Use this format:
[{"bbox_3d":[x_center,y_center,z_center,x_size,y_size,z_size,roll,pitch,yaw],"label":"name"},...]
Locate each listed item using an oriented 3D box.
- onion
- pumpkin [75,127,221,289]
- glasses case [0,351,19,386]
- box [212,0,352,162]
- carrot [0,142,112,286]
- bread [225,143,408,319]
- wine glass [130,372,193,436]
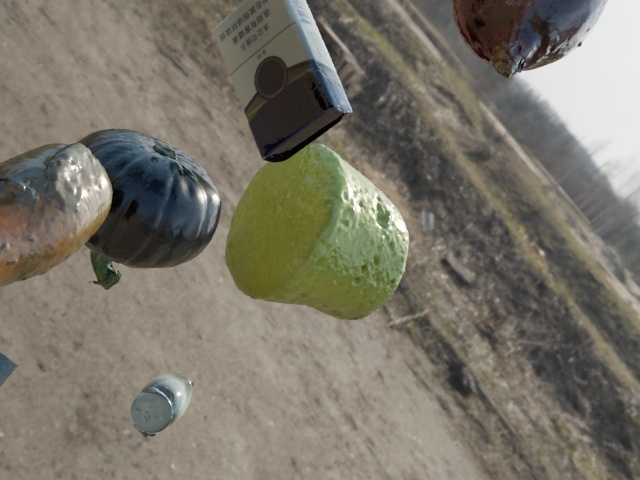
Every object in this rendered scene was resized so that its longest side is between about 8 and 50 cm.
[{"bbox_3d":[0.201,-0.233,0.796,0.159,0.159,0.195,42,56,-25],"label":"onion"},{"bbox_3d":[-0.285,-0.037,1.193,0.248,0.248,0.248,45,16,-17],"label":"pumpkin"},{"bbox_3d":[-0.552,0.252,1.212,0.070,0.205,0.047,40,-18,-12],"label":"glasses case"},{"bbox_3d":[-0.066,-0.277,1.311,0.071,0.168,0.259,1,62,-53],"label":"box"},{"bbox_3d":[-0.355,-0.009,0.866,0.139,0.138,0.302,50,46,2],"label":"carrot"},{"bbox_3d":[0.000,0.000,1.672,0.307,0.348,0.348,30,24,-32],"label":"bread"},{"bbox_3d":[-0.362,0.370,1.849,0.111,0.111,0.204,50,8,1],"label":"wine glass"}]
